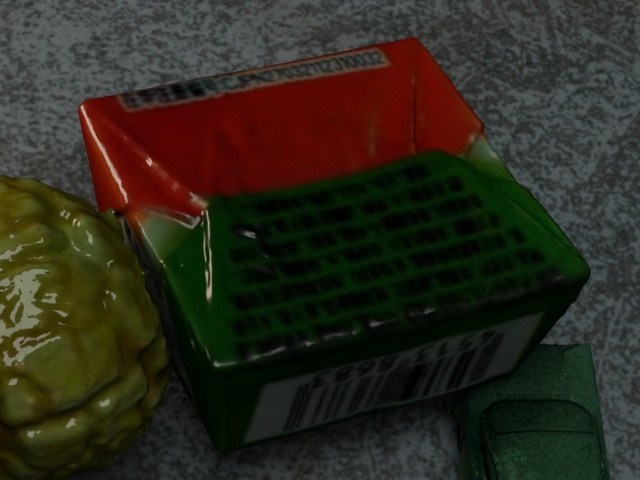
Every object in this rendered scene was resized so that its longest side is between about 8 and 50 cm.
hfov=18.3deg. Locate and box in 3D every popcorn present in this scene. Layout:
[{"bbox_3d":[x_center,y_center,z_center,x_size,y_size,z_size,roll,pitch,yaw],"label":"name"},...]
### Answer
[{"bbox_3d":[-0.260,0.075,1.688,0.247,0.282,0.282,-15,65,-4],"label":"popcorn"}]

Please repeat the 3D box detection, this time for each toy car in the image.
[{"bbox_3d":[0.195,0.237,1.788,0.141,0.097,0.321,1,62,-11],"label":"toy car"}]

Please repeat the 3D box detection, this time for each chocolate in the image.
[{"bbox_3d":[0.000,0.000,1.792,0.360,0.161,0.341,-13,50,-22],"label":"chocolate"}]
